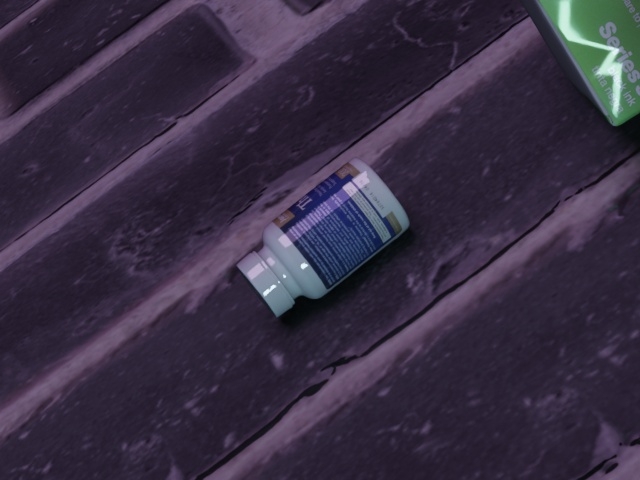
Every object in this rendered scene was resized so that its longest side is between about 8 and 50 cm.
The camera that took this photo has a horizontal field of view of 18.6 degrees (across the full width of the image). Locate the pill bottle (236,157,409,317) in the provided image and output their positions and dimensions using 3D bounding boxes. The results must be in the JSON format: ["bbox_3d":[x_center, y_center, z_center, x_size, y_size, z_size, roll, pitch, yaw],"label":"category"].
[{"bbox_3d":[0.000,0.000,1.422,0.120,0.067,0.067,-38,30,-5],"label":"pill bottle"}]

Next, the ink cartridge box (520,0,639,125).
[{"bbox_3d":[0.276,-0.211,1.351,0.273,0.115,0.198,-32,13,6],"label":"ink cartridge box"}]
